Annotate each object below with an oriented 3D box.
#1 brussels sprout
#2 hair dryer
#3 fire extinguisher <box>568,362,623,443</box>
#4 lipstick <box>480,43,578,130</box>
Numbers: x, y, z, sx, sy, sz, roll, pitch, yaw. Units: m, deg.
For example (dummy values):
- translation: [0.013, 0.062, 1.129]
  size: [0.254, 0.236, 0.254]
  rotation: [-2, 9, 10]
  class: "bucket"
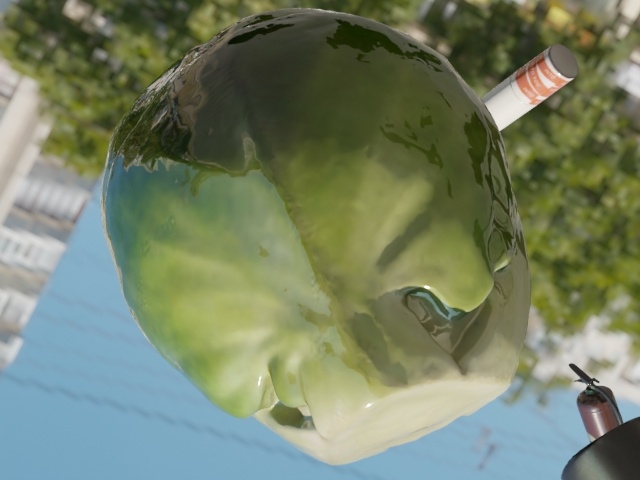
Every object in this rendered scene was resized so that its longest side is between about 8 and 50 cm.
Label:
- translation: [0.001, -0.004, 1.299]
  size: [0.281, 0.289, 0.355]
  rotation: [48, -167, -53]
  class: "brussels sprout"
- translation: [0.235, 0.263, 1.325]
  size: [0.078, 0.248, 0.196]
  rotation: [-23, -116, -22]
  class: "hair dryer"
- translation: [0.323, 0.213, 2.068]
  size: [0.078, 0.045, 0.157]
  rotation: [23, 138, 60]
  class: "fire extinguisher"
- translation: [0.190, -0.141, 1.784]
  size: [0.038, 0.130, 0.038]
  rotation: [22, -128, -31]
  class: "lipstick"
